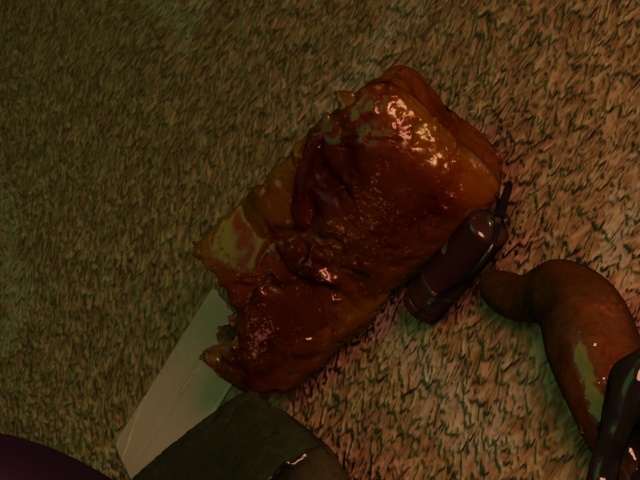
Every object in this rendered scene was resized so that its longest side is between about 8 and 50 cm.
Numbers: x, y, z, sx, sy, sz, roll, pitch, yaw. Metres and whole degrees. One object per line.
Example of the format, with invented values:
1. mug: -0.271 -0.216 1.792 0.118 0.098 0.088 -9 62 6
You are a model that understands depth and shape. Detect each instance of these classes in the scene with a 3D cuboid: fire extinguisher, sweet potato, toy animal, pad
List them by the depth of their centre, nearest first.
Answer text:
1. toy animal: 0.283 0.140 1.303 0.245 0.114 0.146 15 83 43
2. sweet potato: 0.207 0.079 1.518 0.108 0.079 0.346 -66 25 21
3. fire extinguisher: 0.131 0.020 1.679 0.157 0.045 0.078 -52 20 39
4. pad: -0.156 0.177 2.074 0.232 0.004 0.156 -57 31 11

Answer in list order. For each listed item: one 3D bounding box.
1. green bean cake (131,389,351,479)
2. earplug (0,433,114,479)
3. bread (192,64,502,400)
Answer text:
1. green bean cake: -0.088 0.260 1.712 0.222 0.125 0.227 -36 16 -10
2. earplug: -0.381 0.455 2.029 0.456 0.215 0.215 -65 30 6
3. bread: 0.000 0.000 1.787 0.380 0.185 0.109 -44 12 31
